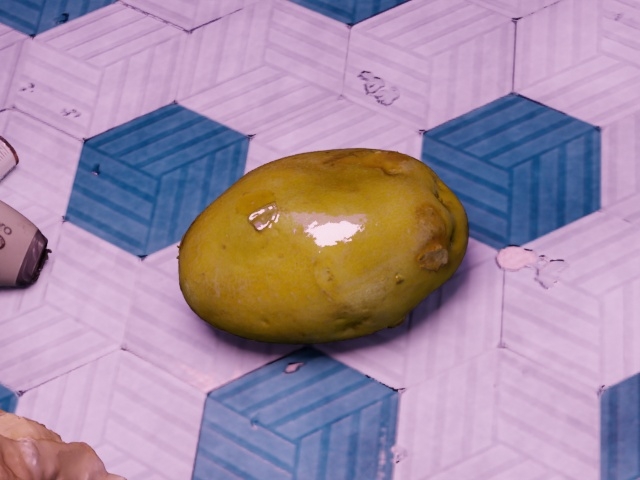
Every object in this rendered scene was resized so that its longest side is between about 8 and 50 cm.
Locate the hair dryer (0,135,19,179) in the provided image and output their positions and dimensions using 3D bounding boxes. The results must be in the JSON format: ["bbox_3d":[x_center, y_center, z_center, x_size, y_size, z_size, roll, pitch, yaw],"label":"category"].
[{"bbox_3d":[-0.405,-0.062,1.866,0.183,0.044,0.155,23,55,33],"label":"hair dryer"}]

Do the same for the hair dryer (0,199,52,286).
[{"bbox_3d":[-0.387,0.014,1.726,0.219,0.088,0.225,38,62,8],"label":"hair dryer"}]

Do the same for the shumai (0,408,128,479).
[{"bbox_3d":[-0.240,0.225,1.426,0.262,0.314,0.267,-19,63,-29],"label":"shumai"}]

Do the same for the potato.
[{"bbox_3d":[0.000,0.000,1.657,0.253,0.148,0.186,-16,50,-5],"label":"potato"}]
